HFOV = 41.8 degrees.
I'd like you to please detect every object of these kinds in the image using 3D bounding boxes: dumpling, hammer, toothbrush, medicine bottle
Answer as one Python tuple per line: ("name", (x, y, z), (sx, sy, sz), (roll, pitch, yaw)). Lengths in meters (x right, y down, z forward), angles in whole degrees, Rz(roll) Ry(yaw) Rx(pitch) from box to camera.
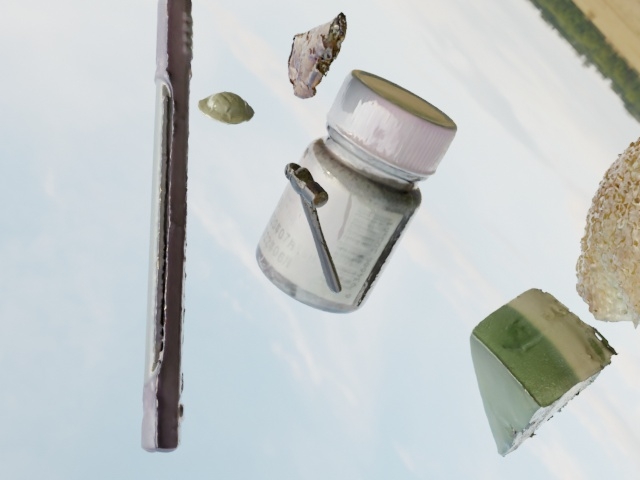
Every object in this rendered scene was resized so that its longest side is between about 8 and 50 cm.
("dumpling", (-0.131, -0.183, 1.189), (0.077, 0.043, 0.059), (24, -142, -32))
("hammer", (0.000, 0.000, 0.860), (0.065, 0.021, 0.178), (47, 159, 45))
("toothbrush", (-0.065, -0.081, 0.401), (0.029, 0.024, 0.354), (4, -101, -21))
("medicine bottle", (0.042, -0.059, 1.048), (0.165, 0.273, 0.165), (25, -161, -9))

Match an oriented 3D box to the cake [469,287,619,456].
("cake", (0.321, 0.213, 1.342), (0.172, 0.158, 0.283), (54, 160, 25))

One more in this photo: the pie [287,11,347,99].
("pie", (-0.010, -0.207, 0.953), (0.034, 0.092, 0.170), (10, 177, -20))

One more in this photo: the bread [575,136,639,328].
("bread", (0.309, -0.003, 0.652), (0.171, 0.192, 0.314), (-4, -155, -2))
